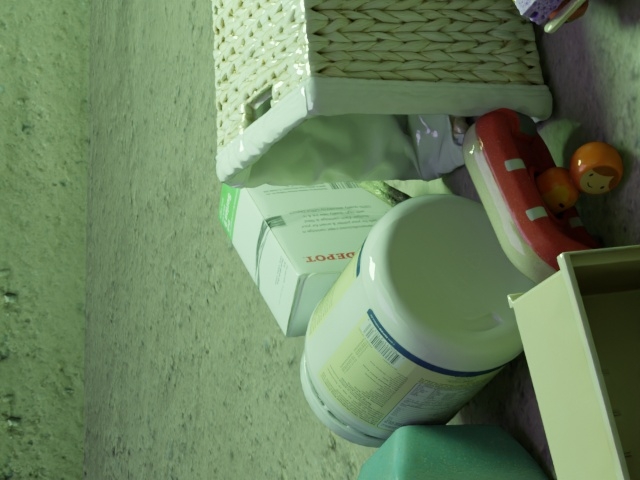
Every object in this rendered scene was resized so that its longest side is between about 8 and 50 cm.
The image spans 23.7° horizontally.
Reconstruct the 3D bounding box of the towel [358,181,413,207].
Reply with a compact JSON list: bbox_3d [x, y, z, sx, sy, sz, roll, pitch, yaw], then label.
[{"bbox_3d":[0.116,-0.050,2.080,0.027,0.110,0.148,-59,30,4],"label":"towel"}]

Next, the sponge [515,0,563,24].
[{"bbox_3d":[0.276,-0.337,1.611,0.210,0.031,0.117,-46,37,27],"label":"sponge"}]

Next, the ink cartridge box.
[{"bbox_3d":[0.000,0.000,2.207,0.289,0.211,0.121,-121,35,-45],"label":"ink cartridge box"}]

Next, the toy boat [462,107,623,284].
[{"bbox_3d":[0.270,-0.057,1.707,0.151,0.151,0.231,-30,72,25],"label":"toy boat"}]

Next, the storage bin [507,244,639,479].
[{"bbox_3d":[0.336,0.143,1.420,0.123,0.260,0.262,137,124,-60],"label":"storage bin"}]

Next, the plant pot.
[{"bbox_3d":[0.161,0.369,1.911,0.248,0.247,0.252,124,143,-55],"label":"plant pot"}]

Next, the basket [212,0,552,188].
[{"bbox_3d":[0.055,-0.230,1.895,0.328,0.331,0.266,150,114,-64],"label":"basket"}]

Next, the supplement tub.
[{"bbox_3d":[0.117,0.112,1.939,0.325,0.235,0.235,124,135,-55],"label":"supplement tub"}]

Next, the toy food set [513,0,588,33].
[{"bbox_3d":[0.274,-0.299,1.686,0.128,0.071,0.218,-51,34,20],"label":"toy food set"}]
